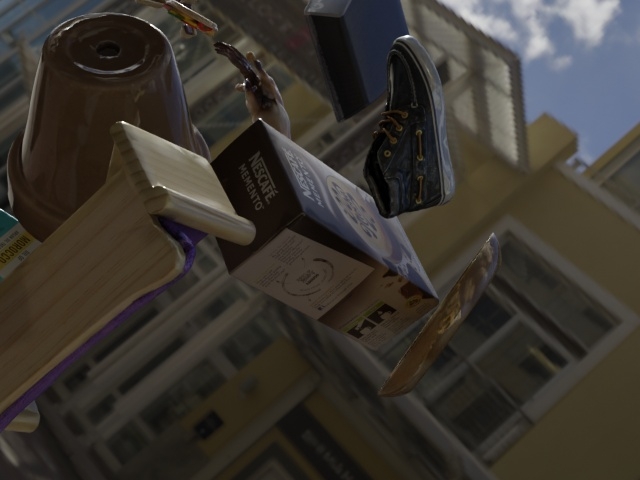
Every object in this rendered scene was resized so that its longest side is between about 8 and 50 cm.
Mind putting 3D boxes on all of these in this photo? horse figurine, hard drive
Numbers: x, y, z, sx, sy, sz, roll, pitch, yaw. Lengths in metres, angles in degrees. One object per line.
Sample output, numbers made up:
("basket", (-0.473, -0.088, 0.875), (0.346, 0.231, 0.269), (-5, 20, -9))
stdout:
("horse figurine", (-0.086, -0.189, 1.650), (0.174, 0.066, 0.263), (42, 27, -80))
("hard drive", (0.058, -0.282, 1.416), (0.054, 0.255, 0.172), (-6, -61, 24))

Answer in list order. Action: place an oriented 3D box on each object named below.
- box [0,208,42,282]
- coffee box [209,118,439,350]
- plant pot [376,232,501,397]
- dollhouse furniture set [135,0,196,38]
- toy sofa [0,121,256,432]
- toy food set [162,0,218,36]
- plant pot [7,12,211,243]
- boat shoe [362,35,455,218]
("box", (-0.386, 0.035, 1.322), (0.244, 0.100, 0.060), (33, -53, 1))
("coffee box", (0.000, 0.000, 1.309), (0.297, 0.119, 0.168), (31, 27, -47))
("plant pot", (0.147, 0.095, 1.250), (0.032, 0.236, 0.236), (36, -14, 6))
("dollhouse furniture set", (-0.256, -0.414, 1.829), (0.081, 0.114, 0.091), (-32, -115, 39))
("toy sofa", (-0.242, 0.069, 1.075), (0.150, 0.362, 0.177), (22, 32, -57))
("toy food set", (-0.179, -0.307, 1.463), (0.082, 0.020, 0.083), (28, 8, -14))
("plant pot", (-0.259, -0.142, 1.296), (0.263, 0.263, 0.229), (44, -34, 28))
("boat shoe", (0.083, -0.116, 1.101), (0.065, 0.083, 0.184), (9, -65, 63))
